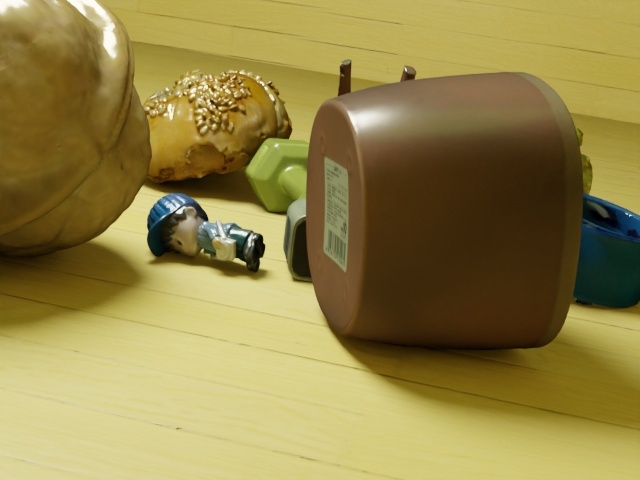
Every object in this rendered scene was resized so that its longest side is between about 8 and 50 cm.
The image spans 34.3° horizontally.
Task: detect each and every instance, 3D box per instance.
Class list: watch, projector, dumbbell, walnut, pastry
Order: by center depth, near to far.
[{"bbox_3d":[-0.372,-0.142,1.133,0.381,0.381,0.381,7,15,-2],"label":"walnut"},{"bbox_3d":[0.000,0.000,1.269,0.083,0.083,0.082,5,16,-8],"label":"projector"},{"bbox_3d":[0.339,-0.002,1.346,0.200,0.171,0.196,23,30,10],"label":"watch"},{"bbox_3d":[-0.013,-0.065,1.452,0.108,0.121,0.302,32,5,-27],"label":"dumbbell"},{"bbox_3d":[-0.181,-0.194,1.665,0.255,0.162,0.311,-7,13,12],"label":"pastry"}]

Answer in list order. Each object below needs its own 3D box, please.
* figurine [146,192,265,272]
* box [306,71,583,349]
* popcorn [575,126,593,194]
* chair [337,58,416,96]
[{"bbox_3d":[-0.142,-0.009,1.252,0.149,0.087,0.086,13,-22,13],"label":"figurine"},{"bbox_3d":[0.111,-0.026,1.074,0.216,0.301,0.301,-5,18,-14],"label":"box"},{"bbox_3d":[0.365,-0.119,1.698,0.197,0.213,0.198,2,48,-2],"label":"popcorn"},{"bbox_3d":[0.070,-0.129,1.723,0.175,0.183,0.326,8,-29,2],"label":"chair"}]
